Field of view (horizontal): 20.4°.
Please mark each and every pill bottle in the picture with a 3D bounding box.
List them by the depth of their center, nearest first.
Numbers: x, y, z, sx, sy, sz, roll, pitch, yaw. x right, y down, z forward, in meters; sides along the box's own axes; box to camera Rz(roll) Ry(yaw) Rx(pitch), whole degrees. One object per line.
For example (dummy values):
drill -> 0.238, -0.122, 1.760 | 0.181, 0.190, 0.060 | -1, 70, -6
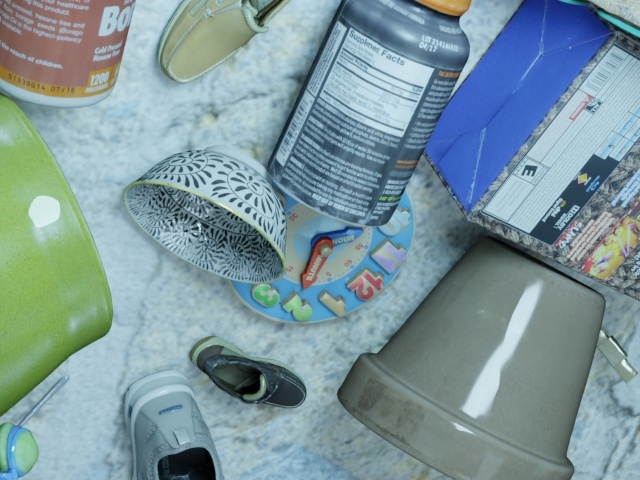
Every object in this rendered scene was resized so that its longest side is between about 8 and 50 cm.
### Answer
pill bottle -> -0.209, -0.229, 1.480 | 0.121, 0.121, 0.216 | 2, 124, -24
pill bottle -> 0.056, -0.146, 1.642 | 0.130, 0.130, 0.246 | 15, 111, -31

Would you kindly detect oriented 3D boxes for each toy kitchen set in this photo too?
toy kitchen set -> 0.308, 0.139, 2.018 | 0.075, 0.083, 0.068 | -40, 172, 9

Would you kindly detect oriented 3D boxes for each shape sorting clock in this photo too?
shape sorting clock -> 0.000, 0.000, 1.795 | 0.206, 0.040, 0.206 | -12, 129, -15

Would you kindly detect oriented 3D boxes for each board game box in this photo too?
board game box -> 0.289, -0.097, 1.778 | 0.291, 0.141, 0.232 | 24, 113, -35

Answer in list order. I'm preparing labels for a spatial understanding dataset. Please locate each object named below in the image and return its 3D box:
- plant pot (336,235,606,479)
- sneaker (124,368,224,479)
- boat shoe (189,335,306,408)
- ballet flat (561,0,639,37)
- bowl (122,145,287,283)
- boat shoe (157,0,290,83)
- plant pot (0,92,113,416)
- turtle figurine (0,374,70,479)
plant pot -> 0.179, 0.125, 1.857 | 0.263, 0.263, 0.229 | 24, 96, -35
sneaker -> -0.149, 0.274, 1.889 | 0.105, 0.115, 0.281 | -20, 130, -8
boat shoe -> -0.072, 0.150, 1.871 | 0.152, 0.049, 0.056 | 25, 112, -35
ballet flat -> 0.261, -0.244, 1.576 | 0.107, 0.316, 0.106 | -22, 134, -64
bowl -> -0.094, -0.037, 1.680 | 0.170, 0.170, 0.080 | 48, 60, -40
boat shoe -> -0.072, -0.206, 1.587 | 0.068, 0.072, 0.190 | 31, 109, -37
plant pot -> -0.378, 0.048, 1.497 | 0.353, 0.366, 0.366 | -26, 132, -18
turtle figurine -> -0.390, 0.172, 1.721 | 0.266, 0.275, 0.198 | -10, 154, 9
